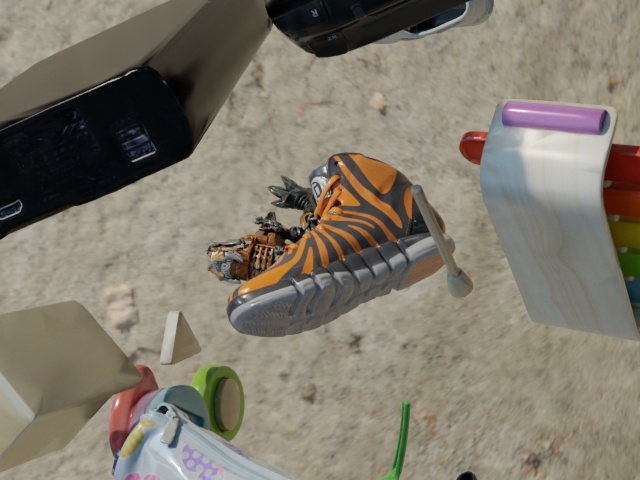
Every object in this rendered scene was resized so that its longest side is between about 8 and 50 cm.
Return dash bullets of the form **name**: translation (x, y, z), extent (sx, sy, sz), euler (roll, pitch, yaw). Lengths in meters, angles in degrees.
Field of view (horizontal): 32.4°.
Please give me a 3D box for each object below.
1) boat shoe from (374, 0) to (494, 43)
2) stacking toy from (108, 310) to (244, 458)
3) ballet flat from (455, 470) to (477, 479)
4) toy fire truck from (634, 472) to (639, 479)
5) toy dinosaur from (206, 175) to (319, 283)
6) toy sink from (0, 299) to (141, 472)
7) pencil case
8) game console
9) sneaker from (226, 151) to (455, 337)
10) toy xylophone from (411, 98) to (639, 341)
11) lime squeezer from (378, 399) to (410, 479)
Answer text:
- **boat shoe**: translation (0.140, -0.360, 1.748), extent (0.267, 0.088, 0.096), euler (5, 106, 36)
- **stacking toy**: translation (-0.165, 0.277, 1.663), extent (0.130, 0.309, 0.280), euler (-4, 47, 27)
- **ballet flat**: translation (0.120, 0.293, 1.125), extent (0.057, 0.173, 0.049), euler (-5, 104, 30)
- **toy fire truck**: translation (0.128, 0.225, 0.753), extent (0.217, 0.246, 0.159), euler (9, 91, 52)
- **toy dinosaur**: translation (-0.021, 0.027, 1.763), extent (0.321, 0.218, 0.164), euler (21, 109, -20)
- **toy sink**: translation (-0.368, 0.184, 1.395), extent (0.153, 0.234, 0.131), euler (47, 110, 12)
- **pencil case**: translation (-0.089, 0.272, 1.153), extent (0.273, 0.113, 0.124), euler (23, 103, 31)
- **game console**: translation (0.003, -0.103, 0.458), extent (0.361, 0.213, 0.044), euler (-21, 109, 13)
- **sneaker**: translation (0.000, 0.000, 1.393), extent (0.180, 0.321, 0.125), euler (60, 149, 21)
- **toy xylophone**: translation (0.222, -0.008, 1.085), extent (0.236, 0.323, 0.081), euler (14, 59, 25)
- **lime squeezer**: translation (0.071, 0.386, 1.662), extent (0.110, 0.059, 0.310), euler (38, 96, -1)
